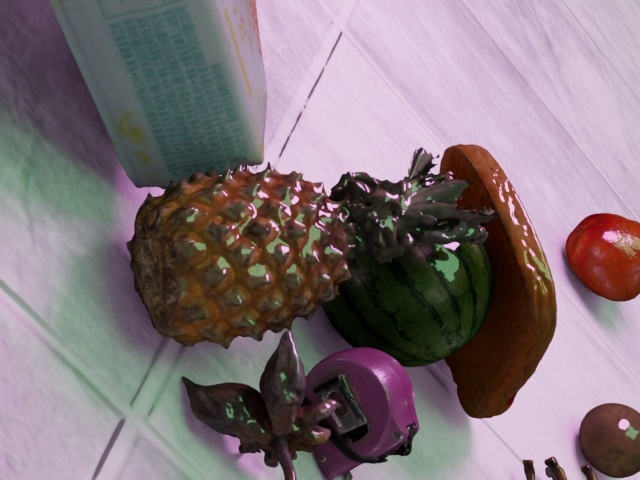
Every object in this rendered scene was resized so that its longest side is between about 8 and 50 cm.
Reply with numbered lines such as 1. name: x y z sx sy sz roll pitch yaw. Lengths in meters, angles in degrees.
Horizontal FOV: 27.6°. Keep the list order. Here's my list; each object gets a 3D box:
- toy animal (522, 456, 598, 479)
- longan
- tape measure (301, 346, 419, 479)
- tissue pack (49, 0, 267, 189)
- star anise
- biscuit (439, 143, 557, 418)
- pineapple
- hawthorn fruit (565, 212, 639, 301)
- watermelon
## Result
1. toy animal: 0.280 0.366 1.536 0.224 0.066 0.229 20 54 -46
2. longan: 0.395 0.267 1.753 0.106 0.106 0.119 45 -7 -22
3. tape measure: 0.038 0.172 1.311 0.074 0.118 0.125 -16 74 -59
4. tissue pack: -0.163 -0.279 1.198 0.388 0.162 0.287 74 7 -50
5. star anise: -0.058 0.225 1.149 0.148 0.218 0.227 5 32 -4
6. biscuit: 0.188 0.047 1.512 0.052 0.277 0.262 -9 54 -19
7. pineapple: 0.000 0.000 1.249 0.361 0.175 0.175 -8 68 -25
8. hawthorn fruit: 0.441 0.018 1.984 0.138 0.133 0.133 35 39 -25
9. watermelon: 0.085 0.033 1.420 0.214 0.188 0.188 58 32 4
